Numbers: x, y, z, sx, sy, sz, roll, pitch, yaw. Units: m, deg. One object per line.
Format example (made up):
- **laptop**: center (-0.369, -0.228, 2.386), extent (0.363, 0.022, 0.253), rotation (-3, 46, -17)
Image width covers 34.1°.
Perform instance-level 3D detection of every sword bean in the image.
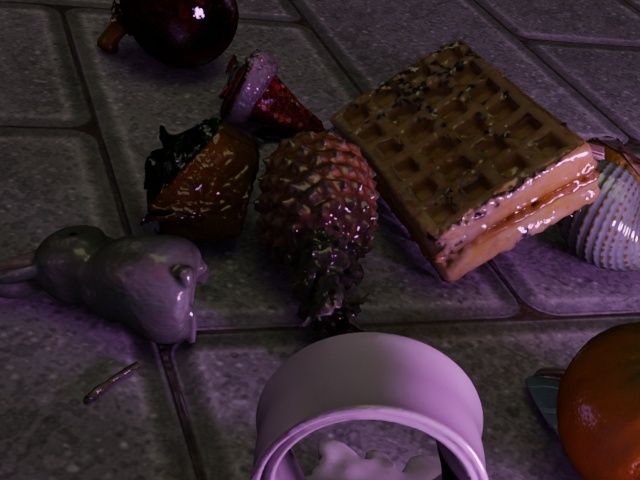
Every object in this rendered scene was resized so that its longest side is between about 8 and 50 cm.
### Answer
- **sword bean**: center (-0.220, 0.149, 1.096), extent (0.012, 0.012, 0.083), rotation (27, 35, 23)

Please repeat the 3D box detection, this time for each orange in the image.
- **orange**: center (0.366, 0.184, 1.091), extent (0.240, 0.171, 0.240), rotation (15, 36, -11)

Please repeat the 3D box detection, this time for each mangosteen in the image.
- **mangosteen**: center (-0.275, -0.400, 1.798), extent (0.261, 0.235, 0.235), rotation (-22, 33, 7)

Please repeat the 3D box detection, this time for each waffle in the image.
- **waffle**: center (0.191, -0.124, 1.498), extent (0.261, 0.114, 0.376), rotation (-33, 41, -2)

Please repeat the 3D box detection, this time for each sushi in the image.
- **sushi**: center (-0.153, -0.100, 1.390), extent (0.140, 0.149, 0.287), rotation (9, 37, 0)

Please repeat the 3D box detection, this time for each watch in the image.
- **watch**: center (0.061, 0.193, 0.919), extent (0.244, 0.231, 0.196), rotation (7, 29, -3)

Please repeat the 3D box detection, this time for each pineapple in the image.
- **pineapple**: center (0.000, 0.000, 1.274), extent (0.175, 0.175, 0.361), rotation (8, 31, -8)

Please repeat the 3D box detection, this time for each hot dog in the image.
- **hot dog**: center (0.496, -0.079, 1.642), extent (0.069, 0.131, 0.253), rotation (-38, 46, 1)

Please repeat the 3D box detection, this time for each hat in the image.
- **hat**: center (-0.058, -0.213, 1.681), extent (0.227, 0.129, 0.140), rotation (28, 7, -9)

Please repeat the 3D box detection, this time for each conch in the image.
- **conch**: center (0.415, -0.020, 1.494), extent (0.200, 0.131, 0.172), rotation (64, 18, 12)

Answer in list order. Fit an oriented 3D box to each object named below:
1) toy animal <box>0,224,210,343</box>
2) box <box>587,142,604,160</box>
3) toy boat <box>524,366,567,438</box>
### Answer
- **toy animal**: center (-0.253, 0.033, 1.167), extent (0.251, 0.127, 0.125), rotation (11, 34, 4)
- **box**: center (0.375, -0.094, 1.602), extent (0.089, 0.125, 0.043), rotation (18, 31, 5)
- **toy boat**: center (0.276, 0.192, 1.189), extent (0.096, 0.034, 0.122), rotation (14, 32, 12)
